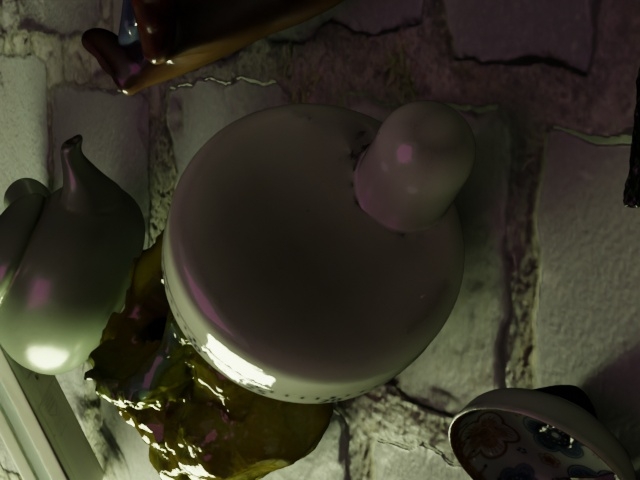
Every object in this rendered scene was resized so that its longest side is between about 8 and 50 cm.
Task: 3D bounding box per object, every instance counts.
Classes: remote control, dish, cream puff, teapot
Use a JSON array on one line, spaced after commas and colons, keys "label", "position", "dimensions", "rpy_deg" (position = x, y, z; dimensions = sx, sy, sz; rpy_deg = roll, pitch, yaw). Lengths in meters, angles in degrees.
[{"label": "remote control", "position": [-0.323, 0.176, 1.482], "dimensions": [0.103, 0.055, 0.277], "rpy_deg": [-86, -26, -72]}, {"label": "dish", "position": [0.172, 0.139, 0.981], "dimensions": [0.141, 0.078, 0.141], "rpy_deg": [24, 146, 18]}, {"label": "cream puff", "position": [-0.113, 0.099, 1.226], "dimensions": [0.282, 0.185, 0.282], "rpy_deg": [17, 112, 49]}, {"label": "teapot", "position": [-0.289, 0.028, 1.436], "dimensions": [0.220, 0.149, 0.318], "rpy_deg": [-67, 16, -16]}]

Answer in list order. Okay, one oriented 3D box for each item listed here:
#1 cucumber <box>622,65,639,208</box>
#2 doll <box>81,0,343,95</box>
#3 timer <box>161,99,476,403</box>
[{"label": "cucumber", "position": [0.235, -0.149, 0.840], "dimensions": [0.072, 0.072, 0.300], "rpy_deg": [20, 113, 47]}, {"label": "doll", "position": [-0.117, -0.303, 1.108], "dimensions": [0.318, 0.209, 0.340], "rpy_deg": [-8, 95, 36]}, {"label": "timer", "position": [0.000, 0.000, 1.024], "dimensions": [0.240, 0.233, 0.233], "rpy_deg": [118, 133, -64]}]
